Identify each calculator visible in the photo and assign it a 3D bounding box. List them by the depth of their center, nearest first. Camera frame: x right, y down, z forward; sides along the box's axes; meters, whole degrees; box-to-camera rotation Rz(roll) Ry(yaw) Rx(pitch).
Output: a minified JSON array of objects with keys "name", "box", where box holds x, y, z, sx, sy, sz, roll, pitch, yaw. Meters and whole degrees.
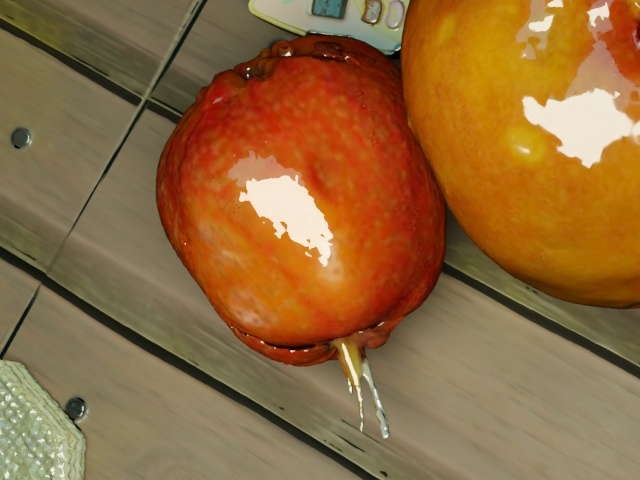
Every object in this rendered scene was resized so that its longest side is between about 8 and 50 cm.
[{"name":"calculator","box":[0.067,-0.218,1.287,0.236,0.033,0.157,11,83,16]}]

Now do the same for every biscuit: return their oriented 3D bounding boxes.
[{"name":"biscuit","box":[-0.309,0.168,1.326,0.250,0.046,0.147,0,80,17]}]

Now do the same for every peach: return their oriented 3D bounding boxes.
[{"name":"peach","box":[0.223,-0.119,1.076,0.342,0.301,0.343,-3,79,18]}]

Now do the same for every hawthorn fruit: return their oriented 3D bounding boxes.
[{"name":"hawthorn fruit","box":[0.000,0.000,1.185,0.211,0.211,0.299,-22,84,12]}]
